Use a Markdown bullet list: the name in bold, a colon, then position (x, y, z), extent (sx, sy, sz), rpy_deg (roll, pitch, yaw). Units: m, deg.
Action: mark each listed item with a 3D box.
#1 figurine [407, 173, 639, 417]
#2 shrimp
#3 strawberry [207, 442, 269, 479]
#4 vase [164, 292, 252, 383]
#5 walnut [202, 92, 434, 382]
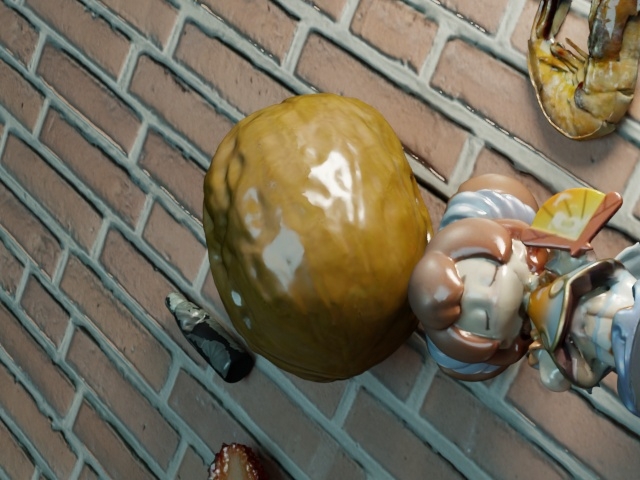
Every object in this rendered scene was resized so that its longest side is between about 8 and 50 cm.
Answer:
- **figurine**: position (0.273, 0.068, 1.622), extent (0.388, 0.248, 0.277), rpy_deg (13, 94, 40)
- **shrimp**: position (0.341, -0.274, 1.690), extent (0.178, 0.075, 0.289), rpy_deg (26, 119, 44)
- **strawberry**: position (-0.114, 0.464, 2.073), extent (0.188, 0.106, 0.286), rpy_deg (-8, 70, 39)
- **vase**: position (-0.193, 0.151, 2.185), extent (0.211, 0.060, 0.060), rpy_deg (41, 116, 37)
- **walnut**: position (0.000, 0.000, 1.825), extent (0.308, 0.354, 0.398), rpy_deg (-14, 71, 1)
